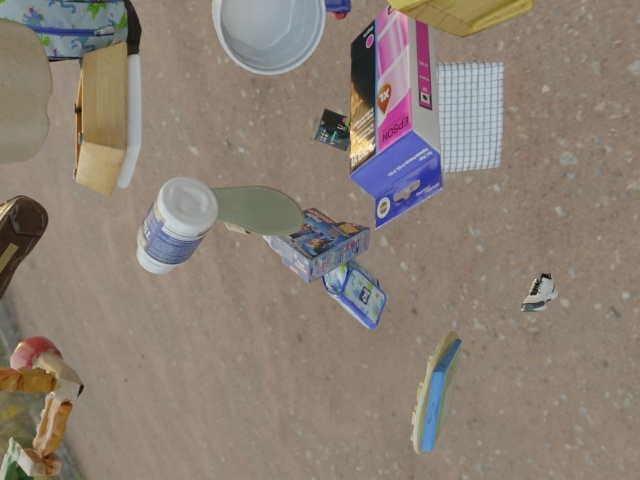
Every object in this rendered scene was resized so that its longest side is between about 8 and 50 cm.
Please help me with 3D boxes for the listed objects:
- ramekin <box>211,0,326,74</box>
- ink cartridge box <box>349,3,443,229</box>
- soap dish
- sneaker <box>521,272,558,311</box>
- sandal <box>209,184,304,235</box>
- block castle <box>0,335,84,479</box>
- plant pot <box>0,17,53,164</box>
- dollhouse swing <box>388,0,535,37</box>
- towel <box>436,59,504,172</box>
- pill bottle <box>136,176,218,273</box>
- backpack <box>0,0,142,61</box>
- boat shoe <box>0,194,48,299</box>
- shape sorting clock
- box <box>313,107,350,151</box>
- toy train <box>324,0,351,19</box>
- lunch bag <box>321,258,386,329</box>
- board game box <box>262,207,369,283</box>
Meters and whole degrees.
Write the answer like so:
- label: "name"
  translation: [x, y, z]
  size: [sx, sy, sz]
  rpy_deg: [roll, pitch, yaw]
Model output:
- label: "ramekin"
  translation: [-0.103, -0.421, 1.275]
  size: [0.109, 0.207, 0.207]
  rpy_deg: [-128, 30, -54]
- label: "ink cartridge box"
  translation: [0.119, -0.220, 1.145]
  size: [0.175, 0.069, 0.371]
  rpy_deg: [-33, 51, 52]
- label: "soap dish"
  translation: [-0.447, -0.242, 1.432]
  size: [0.291, 0.118, 0.229]
  rpy_deg: [147, 122, -63]
- label: "sneaker"
  translation: [0.354, 0.086, 1.127]
  size: [0.040, 0.109, 0.044]
  rpy_deg: [-3, 105, 36]
- label: "sandal"
  translation: [-0.150, -0.055, 1.240]
  size: [0.079, 0.239, 0.088]
  rpy_deg: [148, 128, -82]
- label: "block castle"
  translation: [-0.623, 0.386, 1.166]
  size: [0.212, 0.303, 0.454]
  rpy_deg: [19, 93, 43]
- label: "plant pot"
  translation: [-0.583, -0.227, 1.006]
  size: [0.333, 0.305, 0.334]
  rpy_deg: [7, 100, 41]
- label: "dollhouse swing"
  translation: [0.197, -0.417, 0.804]
  size: [0.305, 0.346, 0.315]
  rpy_deg: [-39, 83, 25]
- label: "towel"
  translation: [0.347, -0.324, 1.794]
  size: [0.121, 0.234, 0.284]
  rpy_deg: [-90, -4, -72]
- label: "pill bottle"
  translation: [-0.164, -0.012, 0.762]
  size: [0.067, 0.067, 0.120]
  rpy_deg: [56, 138, 11]
- label: "backpack"
  translation: [-0.563, -0.465, 1.353]
  size: [0.290, 0.355, 0.274]
  rpy_deg: [30, 129, 14]
- label: "boat shoe"
  translation: [-0.529, 0.039, 1.072]
  size: [0.095, 0.257, 0.095]
  rpy_deg: [23, 159, 47]
- label: "shape sorting clock"
  translation: [0.189, 0.247, 1.126]
  size: [0.040, 0.206, 0.206]
  rpy_deg: [12, 125, 20]
- label: "box"
  translation: [0.034, -0.256, 1.597]
  size: [0.083, 0.062, 0.052]
  rpy_deg: [20, 141, -4]
- label: "toy train"
  translation: [-0.033, -0.666, 1.790]
  size: [0.247, 0.144, 0.105]
  rpy_deg: [8, 157, 14]
- label: "lunch bag"
  translation: [0.074, 0.112, 1.526]
  size: [0.096, 0.151, 0.129]
  rpy_deg: [-37, 118, 20]
- label: "board game box"
  translation: [0.000, 0.000, 1.494]
  size: [0.194, 0.194, 0.060]
  rpy_deg: [36, 133, 45]
